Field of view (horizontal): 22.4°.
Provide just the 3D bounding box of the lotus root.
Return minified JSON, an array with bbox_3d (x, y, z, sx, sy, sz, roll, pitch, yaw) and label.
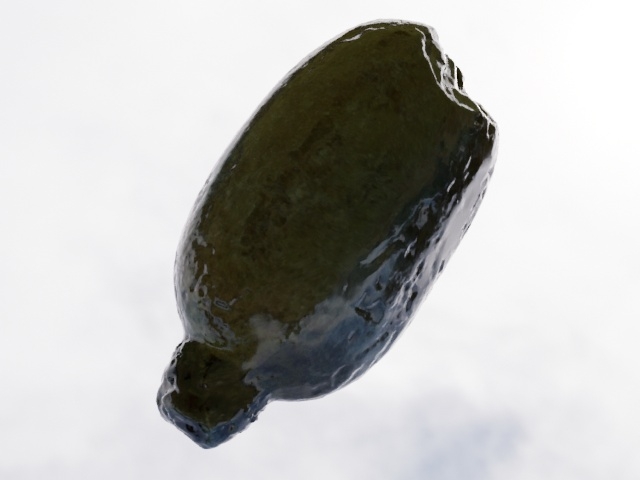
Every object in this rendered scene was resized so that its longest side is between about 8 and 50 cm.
[{"bbox_3d":[0.000,0.000,0.653,0.088,0.113,0.192,16,-115,48],"label":"lotus root"}]
